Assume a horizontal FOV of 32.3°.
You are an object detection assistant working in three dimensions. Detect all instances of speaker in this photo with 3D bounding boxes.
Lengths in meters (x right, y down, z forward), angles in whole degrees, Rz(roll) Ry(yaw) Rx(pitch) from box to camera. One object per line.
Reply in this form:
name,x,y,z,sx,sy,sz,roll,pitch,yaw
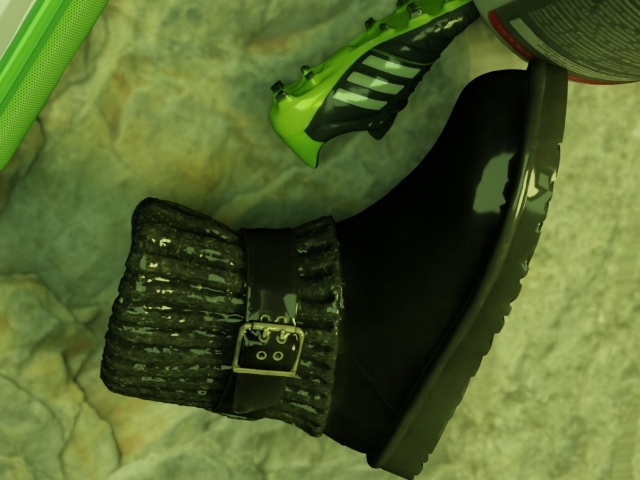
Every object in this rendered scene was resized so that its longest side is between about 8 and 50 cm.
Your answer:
speaker,-0.224,-0.156,0.764,0.131,0.131,0.296,34,101,-5

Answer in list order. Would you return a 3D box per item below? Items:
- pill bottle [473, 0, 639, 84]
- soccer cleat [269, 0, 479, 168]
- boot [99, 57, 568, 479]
pill bottle,0.225,-0.203,0.605,0.210,0.363,0.210,-1,94,-11
soccer cleat,0.046,-0.121,0.805,0.179,0.060,0.072,-31,115,10
boot,-0.001,0.003,0.765,0.260,0.131,0.348,21,114,-3
